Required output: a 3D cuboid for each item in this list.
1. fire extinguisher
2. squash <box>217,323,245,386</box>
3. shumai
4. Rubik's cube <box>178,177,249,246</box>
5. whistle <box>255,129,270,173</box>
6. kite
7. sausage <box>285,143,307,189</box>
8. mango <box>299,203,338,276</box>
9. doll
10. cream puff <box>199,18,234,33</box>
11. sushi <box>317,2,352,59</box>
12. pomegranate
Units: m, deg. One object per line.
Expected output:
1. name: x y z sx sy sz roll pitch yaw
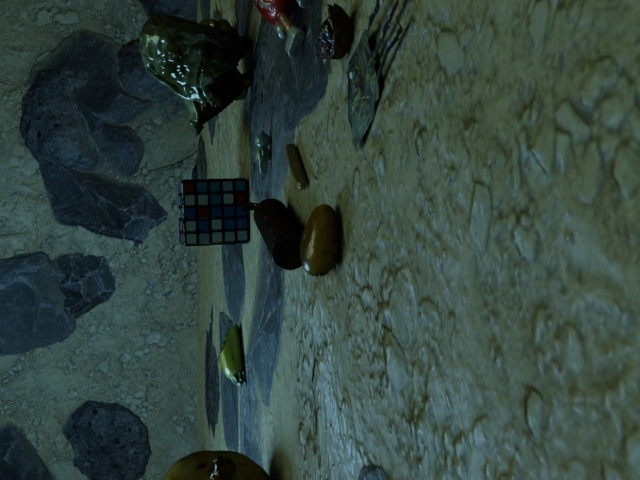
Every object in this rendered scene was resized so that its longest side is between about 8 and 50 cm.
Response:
1. fire extinguisher: -0.094 -0.028 1.336 0.267 0.089 0.072 -124 33 -63
2. squash: -0.267 0.349 2.034 0.090 0.075 0.200 -45 43 33
3. shumai: -0.336 -0.417 1.781 0.330 0.292 0.288 -25 -46 -67
4. Rubik's cube: -0.304 -0.077 1.933 0.187 0.182 0.184 175 92 -75
5. whistle: -0.131 -0.201 1.567 0.035 0.035 0.100 -169 77 -75
6. kite: 0.064 -0.228 0.877 0.245 0.015 0.141 113 150 -64
7. sausage: -0.046 -0.137 1.276 0.132 0.024 0.024 -107 21 -48
8. mango: 0.000 0.000 1.064 0.079 0.057 0.114 -146 64 -77
9. doll: -0.077 -0.462 1.261 0.183 0.085 0.217 104 150 -47
10. cream puff: -0.303 -0.591 2.043 0.121 0.156 0.156 -51 -1 -23
11. sushi: 0.018 -0.292 0.983 0.099 0.047 0.050 103 156 -47
12. pomegranate: -0.245 0.618 1.563 0.307 0.307 0.307 179 90 -75
